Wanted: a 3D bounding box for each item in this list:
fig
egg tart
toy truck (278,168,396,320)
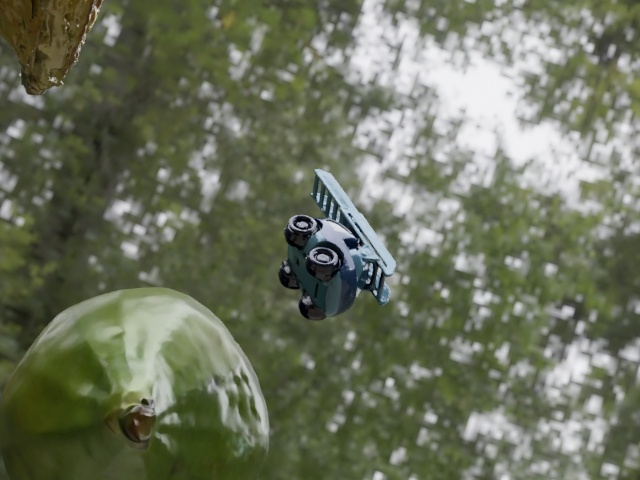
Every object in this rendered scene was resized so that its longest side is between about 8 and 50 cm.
[{"bbox_3d":[-0.131,0.133,1.325,0.233,0.233,0.314,26,-36,-11],"label":"fig"},{"bbox_3d":[-0.239,-0.274,1.518,0.116,0.295,0.295,20,-26,-9],"label":"egg tart"},{"bbox_3d":[0.000,0.000,1.285,0.074,0.136,0.063,-12,-44,-24],"label":"toy truck"}]
